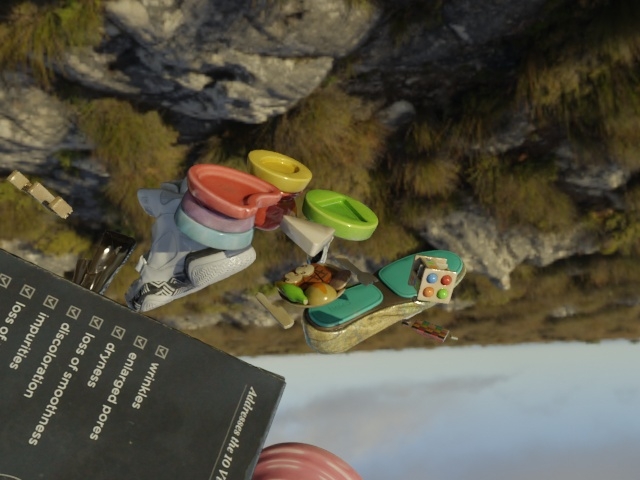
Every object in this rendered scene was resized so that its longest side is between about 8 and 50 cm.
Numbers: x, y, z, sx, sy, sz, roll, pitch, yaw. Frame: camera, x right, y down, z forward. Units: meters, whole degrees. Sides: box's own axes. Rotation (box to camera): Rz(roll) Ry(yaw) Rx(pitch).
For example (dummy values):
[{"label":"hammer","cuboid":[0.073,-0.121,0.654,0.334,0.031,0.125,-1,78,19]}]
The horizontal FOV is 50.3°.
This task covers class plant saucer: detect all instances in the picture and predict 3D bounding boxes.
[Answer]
[{"label":"plant saucer","cuboid":[-0.042,0.560,1.314,0.332,0.332,0.084,-7,-173,23]}]

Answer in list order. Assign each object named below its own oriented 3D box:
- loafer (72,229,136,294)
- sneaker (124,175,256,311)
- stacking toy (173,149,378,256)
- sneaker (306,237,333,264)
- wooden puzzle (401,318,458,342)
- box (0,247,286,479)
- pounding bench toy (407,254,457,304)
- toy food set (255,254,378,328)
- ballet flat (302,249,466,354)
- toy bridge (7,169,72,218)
[{"label":"loafer","cuboid":[-0.468,0.070,1.392,0.078,0.220,0.080,36,167,-5]},{"label":"sneaker","cuboid":[-0.286,0.003,1.321,0.366,0.210,0.137,-24,178,42]},{"label":"stacking toy","cuboid":[-0.074,-0.025,1.139,0.280,0.130,0.309,31,-155,20]},{"label":"sneaker","cuboid":[0.000,0.000,1.444,0.052,0.135,0.058,11,-173,9]},{"label":"wooden puzzle","cuboid":[0.158,0.130,0.985,0.083,0.006,0.049,19,-166,16]},{"label":"box","cuboid":[-0.367,0.316,0.859,0.472,0.479,0.297,27,152,-12]},{"label":"pounding bench toy","cuboid":[0.169,0.074,1.049,0.052,0.083,0.065,8,-160,-11]},{"label":"toy food set","cuboid":[-0.012,0.071,1.181,0.192,0.038,0.132,-25,-144,-24]},{"label":"ballet flat","cuboid":[0.121,0.120,1.302,0.349,0.123,0.123,-21,178,-22]},{"label":"toy bridge","cuboid":[-0.498,-0.077,1.228,0.188,0.026,0.063,25,160,39]}]
